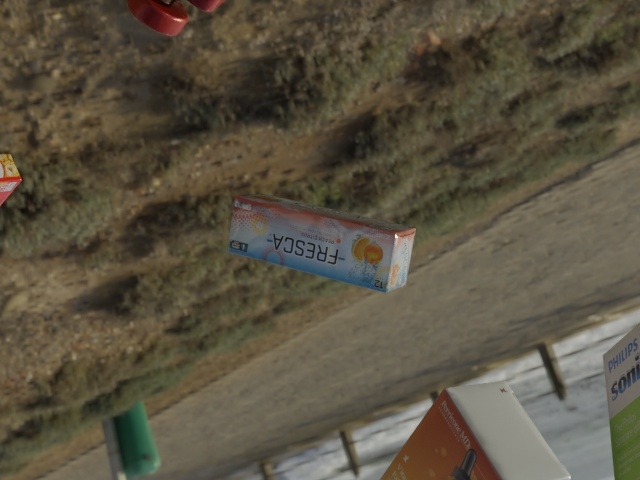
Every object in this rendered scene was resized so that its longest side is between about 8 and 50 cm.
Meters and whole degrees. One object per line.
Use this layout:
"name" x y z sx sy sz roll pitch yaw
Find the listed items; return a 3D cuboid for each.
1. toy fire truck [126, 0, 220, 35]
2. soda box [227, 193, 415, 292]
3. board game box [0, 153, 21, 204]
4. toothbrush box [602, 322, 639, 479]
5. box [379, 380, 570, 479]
"toy fire truck" -0.264 -0.484 1.559 0.169 0.302 0.254 -52 -173 25
"soda box" 0.000 0.000 0.962 0.183 0.063 0.058 14 -169 25
"board game box" -0.499 -0.047 1.203 0.193 0.045 0.147 -12 159 -49
"toothbrush box" 0.297 0.175 0.646 0.122 0.283 0.206 6 151 -6
"box" 0.157 0.253 1.011 0.091 0.130 0.170 0 133 -33
